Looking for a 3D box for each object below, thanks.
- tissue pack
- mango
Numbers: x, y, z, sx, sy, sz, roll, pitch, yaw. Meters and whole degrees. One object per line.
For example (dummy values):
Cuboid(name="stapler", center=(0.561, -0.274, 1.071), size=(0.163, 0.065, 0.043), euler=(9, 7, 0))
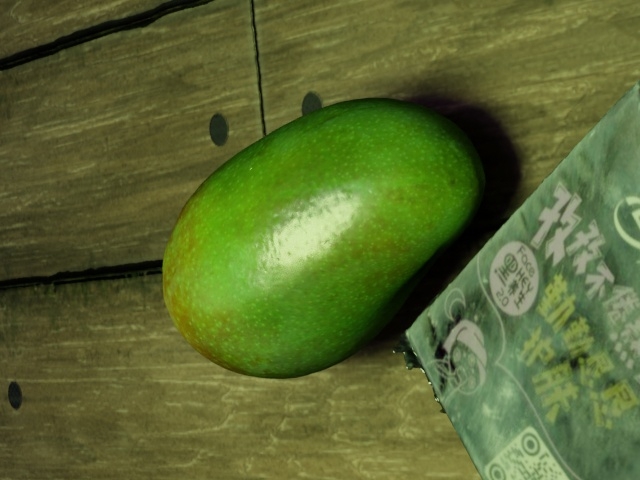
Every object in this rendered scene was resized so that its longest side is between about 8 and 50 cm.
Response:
Cuboid(name="tissue pack", center=(0.238, 0.075, 1.441), size=(0.361, 0.122, 0.259), euler=(-51, 57, 39))
Cuboid(name="mango", center=(0.000, 0.000, 1.673), size=(0.382, 0.201, 0.225), euler=(-28, 50, 39))
